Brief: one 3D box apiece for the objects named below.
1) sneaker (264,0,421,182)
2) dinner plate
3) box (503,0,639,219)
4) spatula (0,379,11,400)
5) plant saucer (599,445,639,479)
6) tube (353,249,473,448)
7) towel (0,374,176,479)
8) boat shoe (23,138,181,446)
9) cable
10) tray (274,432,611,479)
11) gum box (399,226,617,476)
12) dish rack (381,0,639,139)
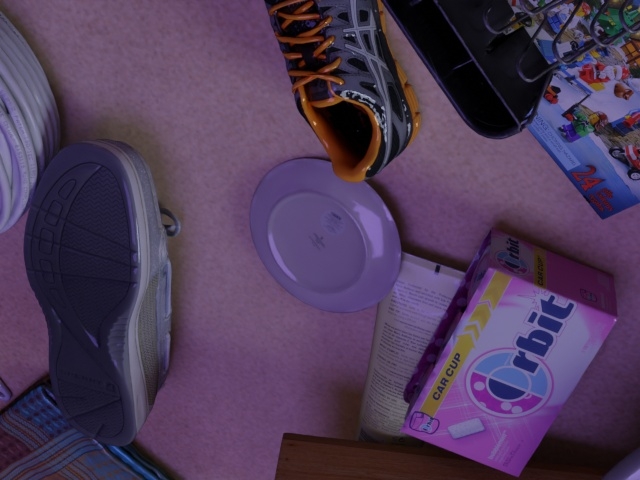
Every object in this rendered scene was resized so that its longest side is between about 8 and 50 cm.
[{"bbox_3d":[0.006,-0.137,0.995,0.084,0.083,0.215,-14,119,35],"label":"sneaker"},{"bbox_3d":[0.000,0.000,1.138,0.141,0.017,0.141,13,120,23],"label":"dinner plate"},{"bbox_3d":[0.191,-0.137,0.935,0.159,0.044,0.233,-28,112,39],"label":"box"},{"bbox_3d":[-0.430,0.089,1.429,0.168,0.019,0.242,-13,121,31],"label":"spatula"},{"bbox_3d":[0.392,0.281,1.080,0.400,0.100,0.400,1,129,2],"label":"plant saucer"},{"bbox_3d":[0.077,0.111,1.193,0.070,0.062,0.240,-9,132,-24],"label":"tube"},{"bbox_3d":[-0.229,0.320,1.516,0.370,0.040,0.271,43,131,-13],"label":"towel"},{"bbox_3d":[-0.182,0.040,1.229,0.118,0.103,0.320,15,128,20],"label":"boat shoe"},{"bbox_3d":[-0.347,-0.112,1.176,0.257,0.089,0.257,44,133,-15],"label":"cable"},{"bbox_3d":[0.164,0.282,1.225,0.410,0.076,0.203,5,130,3],"label":"tray"},{"bbox_3d":[0.145,0.096,1.105,0.107,0.062,0.188,21,122,-5],"label":"gum box"},{"bbox_3d":[0.144,-0.195,0.803,0.271,0.074,0.208,-23,107,50],"label":"dish rack"}]
